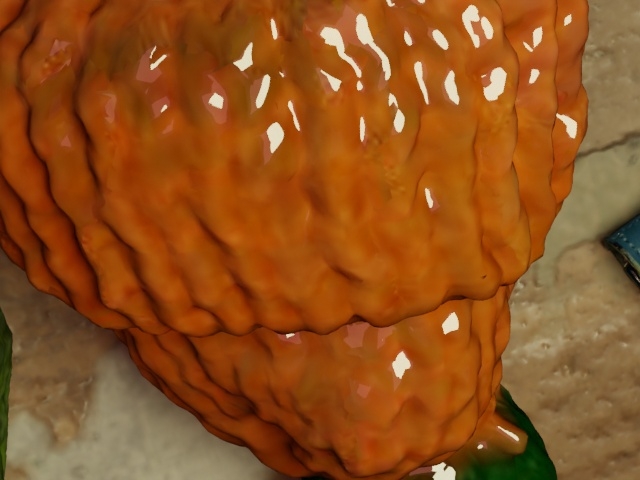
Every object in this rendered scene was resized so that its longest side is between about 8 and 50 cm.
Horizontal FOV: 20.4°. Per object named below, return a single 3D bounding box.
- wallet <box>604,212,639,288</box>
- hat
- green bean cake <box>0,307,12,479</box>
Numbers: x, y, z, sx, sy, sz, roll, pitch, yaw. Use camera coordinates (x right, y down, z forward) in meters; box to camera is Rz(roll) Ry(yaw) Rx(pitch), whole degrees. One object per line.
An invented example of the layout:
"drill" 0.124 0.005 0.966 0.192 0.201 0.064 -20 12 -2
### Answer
"wallet" 0.270 -0.009 0.927 0.202 0.059 0.141 -38 82 -1
"hat" 0.000 0.000 0.854 0.285 0.285 0.400 -19 131 -5
"green bean cake" -0.206 0.135 0.813 0.125 0.222 0.248 -1 95 -7
